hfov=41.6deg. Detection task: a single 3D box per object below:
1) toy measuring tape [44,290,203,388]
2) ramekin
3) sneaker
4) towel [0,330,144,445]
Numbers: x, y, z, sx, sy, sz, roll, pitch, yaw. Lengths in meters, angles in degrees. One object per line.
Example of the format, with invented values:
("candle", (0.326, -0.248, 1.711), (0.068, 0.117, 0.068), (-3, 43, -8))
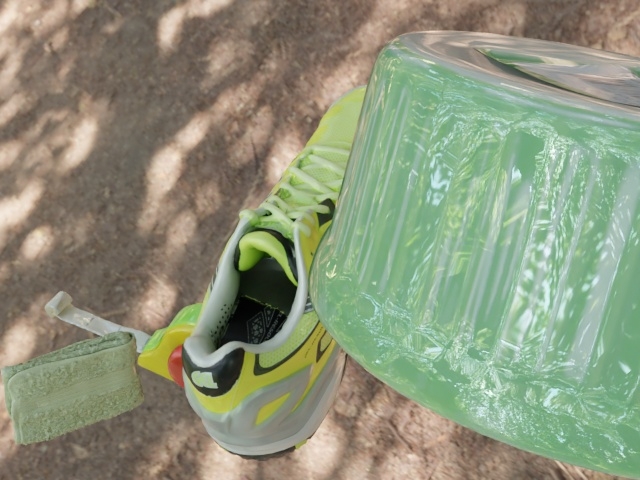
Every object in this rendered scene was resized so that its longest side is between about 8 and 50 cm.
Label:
("toy measuring tape", (-0.209, 0.116, 1.127), (0.330, 0.121, 0.121), (24, 76, 5))
("ramekin", (0.153, -0.018, 0.467), (0.303, 0.303, 0.148), (26, 116, 38))
("sneaker", (0.000, 0.000, 0.753), (0.145, 0.147, 0.385), (10, 61, 20))
("towel", (-0.269, 0.163, 0.925), (0.148, 0.110, 0.027), (-16, 33, -25))
